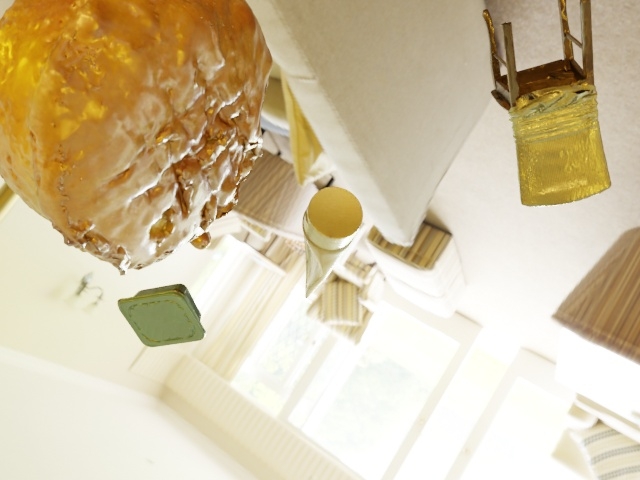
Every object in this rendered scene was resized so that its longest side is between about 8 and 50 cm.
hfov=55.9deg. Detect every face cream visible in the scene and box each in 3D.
[{"bbox_3d":[0.000,0.000,0.838,0.070,0.114,0.224,2,160,-9],"label":"face cream"}]

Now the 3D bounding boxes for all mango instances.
[{"bbox_3d":[-0.355,-0.025,1.699,0.114,0.060,0.080,57,-170,3],"label":"mango"}]

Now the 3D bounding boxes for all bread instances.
[{"bbox_3d":[-0.234,-0.153,0.783,0.215,0.398,0.398,30,169,22],"label":"bread"}]

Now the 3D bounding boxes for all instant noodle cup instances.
[{"bbox_3d":[-0.364,0.170,1.420,0.179,0.070,0.157,-11,123,17],"label":"instant noodle cup"}]

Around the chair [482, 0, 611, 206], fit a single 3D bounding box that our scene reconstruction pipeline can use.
[{"bbox_3d":[0.386,-0.241,1.031,0.186,0.160,0.319,-85,-22,-61],"label":"chair"}]
